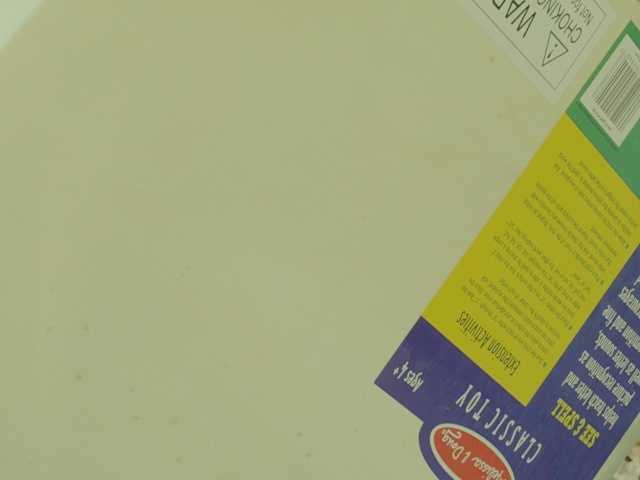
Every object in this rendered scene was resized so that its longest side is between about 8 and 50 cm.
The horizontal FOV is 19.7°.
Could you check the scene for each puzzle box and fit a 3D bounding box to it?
[{"bbox_3d":[0.000,0.000,0.629,0.272,0.052,0.409,-55,137,-5],"label":"puzzle box"}]
